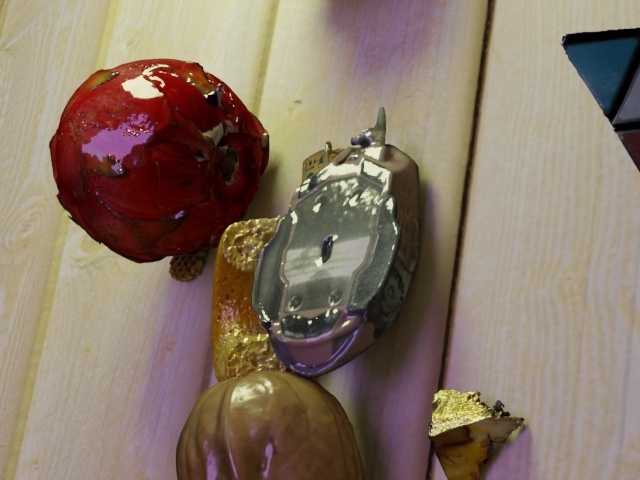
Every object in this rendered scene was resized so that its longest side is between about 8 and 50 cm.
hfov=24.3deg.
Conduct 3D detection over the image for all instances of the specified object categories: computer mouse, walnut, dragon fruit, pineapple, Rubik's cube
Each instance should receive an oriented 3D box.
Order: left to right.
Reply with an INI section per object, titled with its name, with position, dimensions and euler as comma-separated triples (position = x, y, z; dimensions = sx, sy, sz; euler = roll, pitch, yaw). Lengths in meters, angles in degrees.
[dragon fruit]
position = -0.229, -0.113, 2.117
dimensions = 0.302, 0.296, 0.295
euler = 7, 77, 34
[walnut]
position = -0.058, 0.278, 1.727
dimensions = 0.225, 0.225, 0.260
euler = -33, 61, 39
[computer mouse]
position = 0.038, 0.006, 1.836
dimensions = 0.200, 0.115, 0.389
euler = -5, 53, 30
[pineapple]
position = 0.163, 0.201, 1.602
dimensions = 0.114, 0.077, 0.114
euler = -24, 56, 28
[Rubik's cube]
position = 0.405, -0.164, 1.496
dimensions = 0.234, 0.284, 0.250
euler = -31, 11, 14

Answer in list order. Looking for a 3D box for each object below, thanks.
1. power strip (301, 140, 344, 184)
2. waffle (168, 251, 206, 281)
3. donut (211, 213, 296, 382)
[power strip]
position = 0.000, 0.000, 1.949
dimensions = 0.064, 0.044, 0.305
euler = -24, 53, 45
[waffle]
position = -0.195, 0.022, 2.220
dimensions = 0.078, 0.016, 0.085
euler = 15, 84, 51
[donut]
position = -0.087, 0.109, 1.929
dimensions = 0.152, 0.101, 0.259
euler = 115, 153, -59
